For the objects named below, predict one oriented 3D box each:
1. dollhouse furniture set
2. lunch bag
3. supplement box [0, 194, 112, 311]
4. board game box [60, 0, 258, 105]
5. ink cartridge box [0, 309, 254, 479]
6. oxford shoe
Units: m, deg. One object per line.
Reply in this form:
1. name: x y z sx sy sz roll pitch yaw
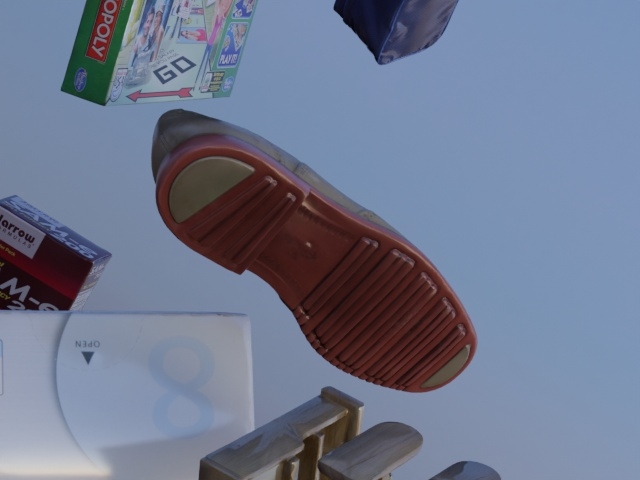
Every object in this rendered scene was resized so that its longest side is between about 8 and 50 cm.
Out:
1. dollhouse furniture set: 0.042 0.235 1.555 0.242 0.161 0.212 25 -58 32
2. lunch bag: 0.054 -0.179 1.337 0.065 0.067 0.098 50 -41 22
3. supplement box: -0.341 0.087 2.081 0.130 0.239 0.073 31 11 5
4. board game box: -0.122 -0.231 1.736 0.046 0.213 0.317 21 12 14
5. ink cartridge box: -0.212 0.254 1.724 0.308 0.385 0.091 1 -14 -19
6. oxford shoe: 0.000 0.000 1.609 0.348 0.123 0.130 41 13 -31
